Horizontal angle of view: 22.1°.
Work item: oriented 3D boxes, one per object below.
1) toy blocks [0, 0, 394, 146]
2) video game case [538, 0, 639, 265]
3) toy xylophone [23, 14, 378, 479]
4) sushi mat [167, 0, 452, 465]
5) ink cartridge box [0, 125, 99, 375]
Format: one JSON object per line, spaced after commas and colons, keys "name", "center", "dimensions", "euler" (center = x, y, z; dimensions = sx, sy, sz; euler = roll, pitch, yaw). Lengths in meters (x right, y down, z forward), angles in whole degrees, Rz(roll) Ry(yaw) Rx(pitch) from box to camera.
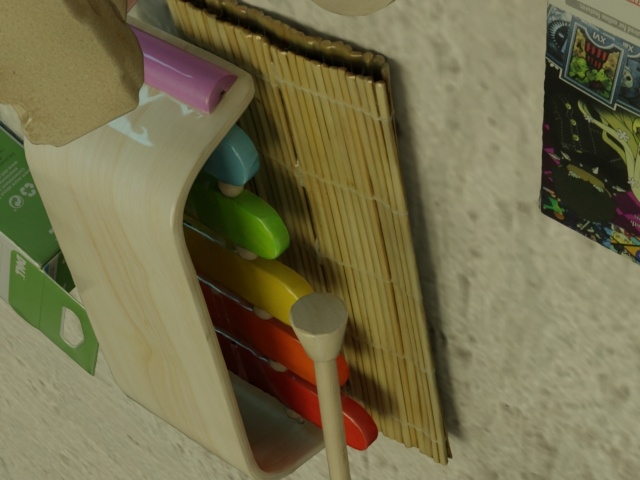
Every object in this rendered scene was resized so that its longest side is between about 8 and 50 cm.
{"name": "toy blocks", "center": [-0.162, -0.196, 0.610], "dimensions": [0.288, 0.309, 0.260], "euler": [56, -166, -38]}
{"name": "video game case", "center": [0.185, -0.035, 0.580], "dimensions": [0.232, 0.042, 0.210], "euler": [30, 150, 26]}
{"name": "toy xylophone", "center": [-0.052, 0.036, 0.921], "dimensions": [0.236, 0.081, 0.322], "euler": [33, 151, 25]}
{"name": "sushi mat", "center": [0.000, 0.000, 0.909], "dimensions": [0.151, 0.019, 0.316], "euler": [27, 149, 31]}
{"name": "ink cartridge box", "center": [-0.213, -0.009, 1.141], "dimensions": [0.209, 0.062, 0.109], "euler": [40, 153, 8]}
